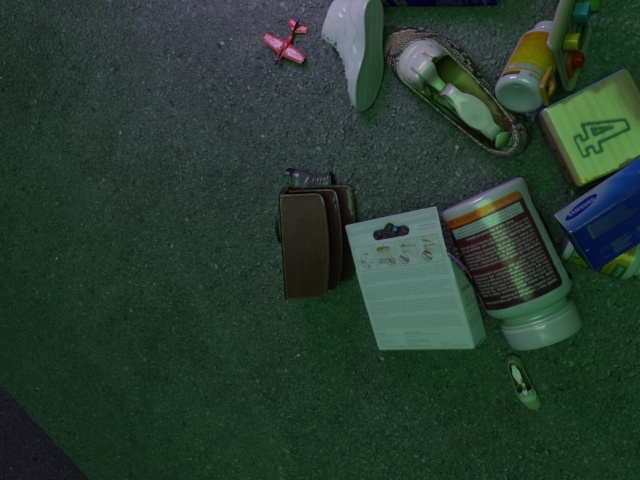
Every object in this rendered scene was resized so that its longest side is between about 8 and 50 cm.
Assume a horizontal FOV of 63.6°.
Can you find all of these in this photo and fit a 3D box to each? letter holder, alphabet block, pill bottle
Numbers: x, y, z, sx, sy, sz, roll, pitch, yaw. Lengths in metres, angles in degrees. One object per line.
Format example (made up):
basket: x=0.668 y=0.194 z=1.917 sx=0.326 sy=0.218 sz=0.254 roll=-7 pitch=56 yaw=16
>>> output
letter holder: x=0.000 y=0.000 z=1.485 sx=0.214 sy=0.152 sz=0.301 roll=-2 pitch=105 yaw=2
alphabet block: x=0.642 y=-0.255 z=1.210 sx=0.193 sy=0.192 sz=0.197 roll=-26 pitch=89 yaw=21
pill bottle: x=0.487 y=0.060 z=1.306 sx=0.224 sy=0.224 sz=0.392 roll=-25 pitch=89 yaw=23
pill bottle: x=0.715 y=0.027 z=1.269 sx=0.208 sy=0.117 sz=0.117 roll=21 pitch=105 yaw=16
pill bottle: x=0.511 y=-0.420 z=1.237 sx=0.117 sy=0.117 sz=0.215 roll=25 pitch=72 yaw=16

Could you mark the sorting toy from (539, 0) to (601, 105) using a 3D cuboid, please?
sorting toy: x=0.584 y=-0.465 z=1.178 sx=0.047 sy=0.196 sz=0.347 roll=15 pitch=83 yaw=40

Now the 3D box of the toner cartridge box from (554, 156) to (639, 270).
toner cartridge box: x=0.705 y=-0.093 z=1.119 sx=0.348 sy=0.075 sz=0.165 roll=-37 pitch=126 yaw=16

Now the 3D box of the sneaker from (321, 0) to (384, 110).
sneaker: x=0.085 y=-0.523 z=1.445 sx=0.169 sy=0.108 sz=0.292 roll=28 pitch=125 yaw=41

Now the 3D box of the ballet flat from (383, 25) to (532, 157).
ballet flat: x=0.335 y=-0.388 z=1.313 sx=0.483 sy=0.182 sz=0.164 roll=45 pitch=119 yaw=9

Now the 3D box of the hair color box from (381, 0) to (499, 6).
hair color box: x=0.292 y=-0.709 z=1.322 sx=0.339 sy=0.110 sz=0.185 roll=9 pitch=103 yaw=21

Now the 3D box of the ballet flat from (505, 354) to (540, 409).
ballet flat: x=0.555 y=0.399 z=1.425 sx=0.057 sy=0.052 sz=0.168 roll=-27 pitch=89 yaw=22

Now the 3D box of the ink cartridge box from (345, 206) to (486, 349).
ink cartridge box: x=0.253 y=0.111 z=1.421 sx=0.308 sy=0.091 sz=0.385 roll=-11 pitch=97 yaw=42

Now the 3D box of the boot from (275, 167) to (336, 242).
boot: x=-0.044 y=-0.094 z=1.567 sx=0.161 sy=0.083 sz=0.246 roll=13 pitch=104 yaw=13

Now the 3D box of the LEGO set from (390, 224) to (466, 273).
LEGO set: x=0.272 y=0.063 z=1.495 sx=0.244 sy=0.060 sz=0.182 roll=40 pitch=110 yaw=-1

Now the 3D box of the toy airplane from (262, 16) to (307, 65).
toy airplane: x=-0.096 y=-0.592 z=1.531 sx=0.151 sy=0.028 sz=0.151 roll=3 pitch=100 yaw=19
